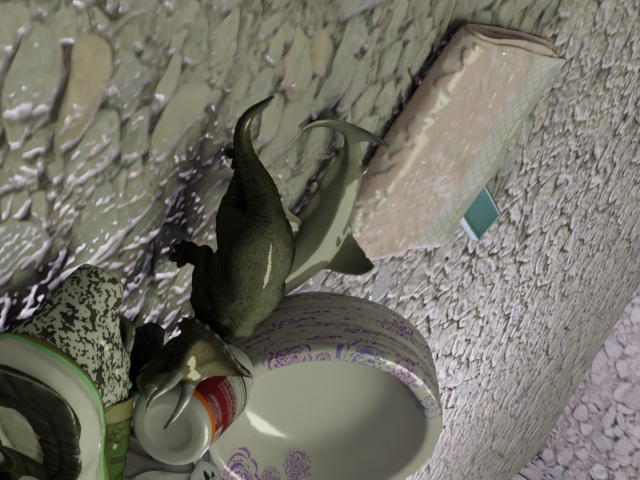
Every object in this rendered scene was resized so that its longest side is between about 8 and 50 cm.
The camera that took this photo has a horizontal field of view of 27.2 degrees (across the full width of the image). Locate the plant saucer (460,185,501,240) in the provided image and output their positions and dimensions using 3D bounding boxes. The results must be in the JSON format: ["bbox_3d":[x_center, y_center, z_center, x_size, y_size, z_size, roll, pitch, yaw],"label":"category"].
[{"bbox_3d":[0.234,-0.044,1.963,0.067,0.018,0.192,-49,161,0],"label":"plant saucer"}]

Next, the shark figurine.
[{"bbox_3d":[0.020,-0.021,1.433,0.166,0.116,0.278,-21,148,-54],"label":"shark figurine"}]

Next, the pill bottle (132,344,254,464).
[{"bbox_3d":[-0.125,0.163,1.363,0.086,0.086,0.152,-58,173,24],"label":"pill bottle"}]

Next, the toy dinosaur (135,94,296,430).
[{"bbox_3d":[-0.068,0.018,1.231,0.121,0.160,0.314,15,122,-28],"label":"toy dinosaur"}]

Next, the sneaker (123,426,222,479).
[{"bbox_3d":[-0.231,0.323,1.508,0.365,0.210,0.137,-21,177,34],"label":"sneaker"}]

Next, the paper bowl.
[{"bbox_3d":[-0.004,0.173,1.557,0.284,0.148,0.284,-3,131,-3],"label":"paper bowl"}]

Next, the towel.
[{"bbox_3d":[0.156,-0.112,1.633,0.332,0.053,0.317,-58,158,21],"label":"towel"}]

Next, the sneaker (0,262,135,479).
[{"bbox_3d":[-0.219,0.162,1.250,0.182,0.158,0.410,-58,171,-29],"label":"sneaker"}]

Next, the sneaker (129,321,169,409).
[{"bbox_3d":[-0.196,0.140,1.374,0.161,0.057,0.075,-62,175,25],"label":"sneaker"}]
